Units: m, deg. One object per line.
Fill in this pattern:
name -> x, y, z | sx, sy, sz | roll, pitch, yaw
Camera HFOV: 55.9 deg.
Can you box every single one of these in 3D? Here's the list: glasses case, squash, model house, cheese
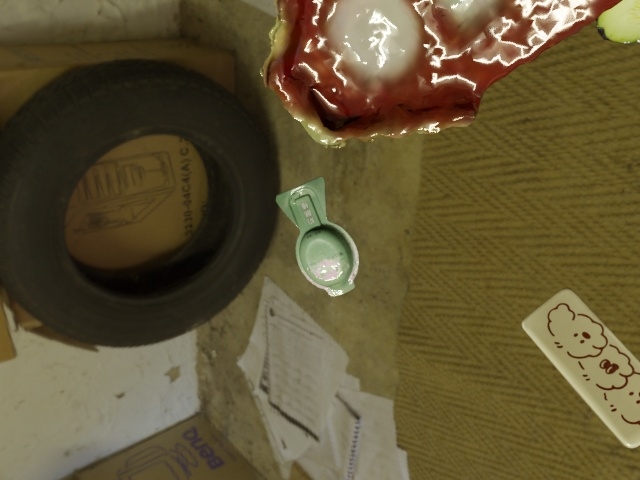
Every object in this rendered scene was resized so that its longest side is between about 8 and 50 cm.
glasses case -> 0.597, 0.269, 1.303 | 0.144, 0.076, 0.336 | -41, 67, 8
squash -> 0.828, -0.573, 1.517 | 0.237, 0.204, 0.155 | 18, 106, 0
model house -> 0.075, -0.173, 0.403 | 0.160, 0.196, 0.254 | 44, 129, -10
cheese -> 0.000, 0.000, 0.616 | 0.067, 0.026, 0.121 | -21, 94, 22
